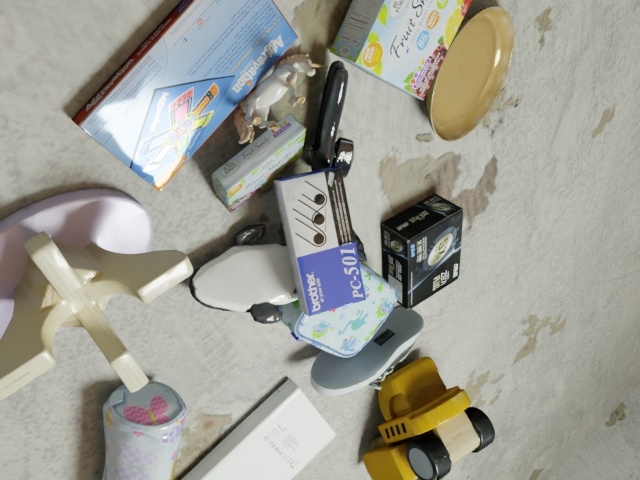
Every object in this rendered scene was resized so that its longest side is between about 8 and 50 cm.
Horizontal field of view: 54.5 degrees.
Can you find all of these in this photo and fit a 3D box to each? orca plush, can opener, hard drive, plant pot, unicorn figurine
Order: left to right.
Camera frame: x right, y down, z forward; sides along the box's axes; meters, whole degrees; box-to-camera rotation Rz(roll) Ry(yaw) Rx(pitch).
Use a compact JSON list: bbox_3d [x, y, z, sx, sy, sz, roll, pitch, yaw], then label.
[{"bbox_3d":[-0.141,0.458,1.240,0.353,0.047,0.233,-42,137,-13],"label":"hard drive"},{"bbox_3d":[-0.076,0.041,1.004,0.287,0.102,0.151,-31,94,-22],"label":"orca plush"},{"bbox_3d":[-0.056,-0.204,0.839,0.162,0.111,0.060,-28,127,1],"label":"unicorn figurine"},{"bbox_3d":[0.015,-0.179,0.937,0.073,0.059,0.186,-7,125,-19],"label":"can opener"},{"bbox_3d":[0.255,-0.287,1.078,0.236,0.032,0.236,-32,139,-33],"label":"plant pot"}]

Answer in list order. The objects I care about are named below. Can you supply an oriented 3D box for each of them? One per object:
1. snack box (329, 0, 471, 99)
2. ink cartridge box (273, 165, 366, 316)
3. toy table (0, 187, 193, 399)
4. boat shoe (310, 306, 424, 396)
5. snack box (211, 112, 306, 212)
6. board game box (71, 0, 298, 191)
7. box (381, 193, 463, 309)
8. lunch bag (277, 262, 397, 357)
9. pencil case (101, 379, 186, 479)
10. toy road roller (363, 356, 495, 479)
[{"bbox_3d":[0.131,-0.338,0.925,0.174,0.070,0.207,13,107,-46],"label":"snack box"},{"bbox_3d":[0.000,0.000,0.932,0.097,0.046,0.207,-14,102,-16],"label":"ink cartridge box"},{"bbox_3d":[-0.301,0.066,0.748,0.274,0.161,0.252,-43,138,-12],"label":"toy table"},{"bbox_3d":[0.093,0.241,1.257,0.306,0.113,0.105,-31,142,-44],"label":"boat shoe"},{"bbox_3d":[-0.086,-0.108,0.877,0.141,0.037,0.100,-41,172,-13],"label":"snack box"},{"bbox_3d":[-0.161,-0.208,0.785,0.281,0.027,0.145,-49,137,-5],"label":"board game box"},{"bbox_3d":[0.200,0.023,1.226,0.147,0.077,0.180,-28,132,-26],"label":"box"},{"bbox_3d":[0.029,0.114,1.125,0.176,0.090,0.219,-55,138,1],"label":"lunch bag"},{"bbox_3d":[-0.292,0.356,0.987,0.124,0.113,0.273,16,113,-1],"label":"pencil case"},{"bbox_3d":[0.222,0.421,1.465,0.202,0.241,0.329,-19,166,-32],"label":"toy road roller"}]
